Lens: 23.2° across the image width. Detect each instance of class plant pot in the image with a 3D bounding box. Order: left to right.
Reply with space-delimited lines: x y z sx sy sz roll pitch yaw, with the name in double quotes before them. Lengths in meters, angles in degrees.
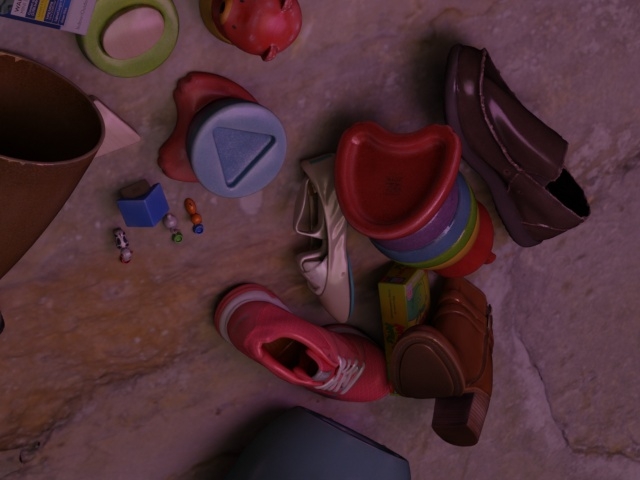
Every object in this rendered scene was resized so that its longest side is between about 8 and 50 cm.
"plant pot" -0.410 -0.065 1.879 0.237 0.237 0.254 8 125 -27
"plant pot" -0.005 0.378 2.235 0.293 0.293 0.235 28 86 -32

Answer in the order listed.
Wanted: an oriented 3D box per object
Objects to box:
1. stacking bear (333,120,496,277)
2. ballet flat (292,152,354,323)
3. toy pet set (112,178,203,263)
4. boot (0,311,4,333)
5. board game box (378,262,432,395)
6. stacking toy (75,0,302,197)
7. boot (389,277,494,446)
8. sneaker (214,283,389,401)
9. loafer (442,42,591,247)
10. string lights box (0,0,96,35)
"stacking bear" 0.151 -0.034 2.138 0.289 0.175 0.164 36 63 -58
"ballet flat" 0.000 0.000 2.157 0.086 0.086 0.248 -7 108 -20
"toy pet set" -0.215 -0.022 2.060 0.122 0.065 0.114 -24 122 -11
"boot" -0.526 0.072 1.967 0.247 0.083 0.161 -11 113 -20
"board game box" 0.127 0.125 2.256 0.043 0.092 0.181 3 115 23
"stacking toy" -0.160 -0.194 1.959 0.280 0.130 0.308 -3 116 -23
"boot" 0.186 0.135 2.213 0.109 0.220 0.283 -6 143 27
"sneaker" -0.008 0.177 2.208 0.314 0.136 0.116 26 103 -32
"loafer" 0.278 -0.140 2.158 0.130 0.133 0.366 -11 138 26
"string lights box" -0.385 -0.337 1.819 0.260 0.077 0.133 9 112 -27
